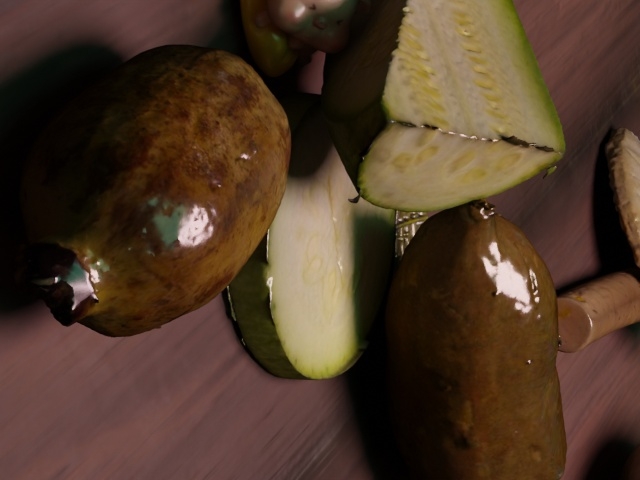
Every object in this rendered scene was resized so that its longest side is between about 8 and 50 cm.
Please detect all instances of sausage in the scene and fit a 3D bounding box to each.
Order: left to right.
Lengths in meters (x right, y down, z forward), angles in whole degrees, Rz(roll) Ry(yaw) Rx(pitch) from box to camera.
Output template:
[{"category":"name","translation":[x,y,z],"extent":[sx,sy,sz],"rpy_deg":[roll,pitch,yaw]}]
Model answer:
[{"category":"sausage","translation":[0.312,0.065,1.861],"extent":[0.301,0.066,0.066],"rpy_deg":[-13,102,-61]}]

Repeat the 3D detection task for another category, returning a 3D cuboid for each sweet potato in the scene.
[{"category":"sweet potato","translation":[0.124,0.094,1.435],"extent":[0.158,0.158,0.370],"rpy_deg":[-53,143,-46]}]

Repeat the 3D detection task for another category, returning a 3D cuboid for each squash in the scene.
[{"category":"squash","translation":[-0.005,-0.001,1.343],"extent":[0.219,0.041,0.219],"rpy_deg":[-17,109,-61]},{"category":"squash","translation":[0.045,-0.159,1.303],"extent":[0.203,0.111,0.289],"rpy_deg":[6,54,-42]}]

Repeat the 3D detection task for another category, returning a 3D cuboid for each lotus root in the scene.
[{"category":"lotus root","translation":[-0.105,-0.028,1.074],"extent":[0.145,0.128,0.260],"rpy_deg":[63,33,-17]}]

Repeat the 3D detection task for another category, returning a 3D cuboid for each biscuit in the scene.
[{"category":"biscuit","translation":[0.374,0.000,1.909],"extent":[0.265,0.040,0.188],"rpy_deg":[64,30,-3]}]

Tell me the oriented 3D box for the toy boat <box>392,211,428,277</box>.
[{"category":"toy boat","translation":[0.075,0.018,1.493],"extent":[0.063,0.016,0.115],"rpy_deg":[-20,107,-59]}]

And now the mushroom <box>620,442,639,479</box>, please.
[{"category":"mushroom","translation":[0.389,0.370,1.838],"extent":[0.362,0.294,0.362],"rpy_deg":[-17,90,-85]}]

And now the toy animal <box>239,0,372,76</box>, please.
[{"category":"toy animal","translation":[-0.006,-0.161,1.288],"extent":[0.114,0.082,0.091],"rpy_deg":[28,66,-57]}]
